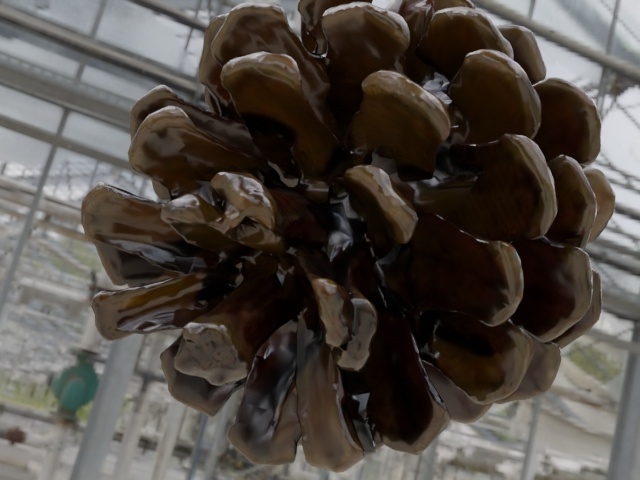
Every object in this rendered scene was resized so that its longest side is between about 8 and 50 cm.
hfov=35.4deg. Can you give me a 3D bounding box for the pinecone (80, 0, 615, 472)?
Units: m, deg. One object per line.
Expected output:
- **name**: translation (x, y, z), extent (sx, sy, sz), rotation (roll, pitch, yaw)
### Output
- **pinecone**: translation (0.000, 0.000, 0.693), extent (0.384, 0.384, 0.384), rotation (14, -14, 4)
